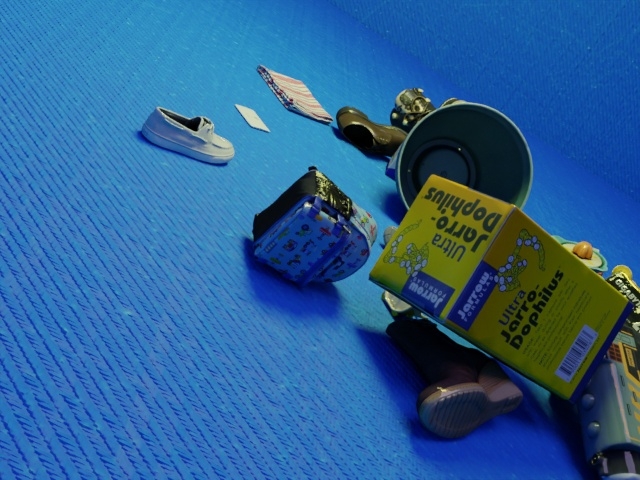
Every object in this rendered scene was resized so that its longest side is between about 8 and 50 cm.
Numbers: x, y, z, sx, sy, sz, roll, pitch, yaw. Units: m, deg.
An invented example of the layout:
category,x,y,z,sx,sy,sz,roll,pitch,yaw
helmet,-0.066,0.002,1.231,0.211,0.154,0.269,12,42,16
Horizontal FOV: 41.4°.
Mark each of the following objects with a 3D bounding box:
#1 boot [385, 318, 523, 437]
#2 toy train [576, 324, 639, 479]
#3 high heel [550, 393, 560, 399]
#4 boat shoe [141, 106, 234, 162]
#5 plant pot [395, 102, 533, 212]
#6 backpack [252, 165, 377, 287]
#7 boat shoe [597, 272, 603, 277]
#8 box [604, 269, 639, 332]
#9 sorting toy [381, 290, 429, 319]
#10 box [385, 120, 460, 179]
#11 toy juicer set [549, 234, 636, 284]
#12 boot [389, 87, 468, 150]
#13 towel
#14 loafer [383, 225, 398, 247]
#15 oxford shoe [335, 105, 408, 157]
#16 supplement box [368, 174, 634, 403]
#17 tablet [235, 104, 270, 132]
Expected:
category,x,y,z,sx,sy,sz,roll,pitch,yaw
boot,0.165,0.194,1.259,0.248,0.090,0.207,4,26,-49
toy train,0.503,0.281,1.393,0.190,0.142,0.333,20,47,-17
high heel,0.412,0.206,1.599,0.186,0.093,0.261,16,31,24
boat shoe,-0.217,-0.185,1.458,0.184,0.063,0.066,17,29,-37
plant pot,0.291,-0.148,1.869,0.293,0.293,0.196,32,-1,-9
backpack,0.000,0.000,1.296,0.173,0.158,0.116,38,28,-26
boat shoe,0.763,0.078,2.349,0.137,0.049,0.043,-38,117,-69
box,0.641,0.247,1.611,0.322,0.079,0.257,59,-2,40
sorting toy,0.149,0.107,1.430,0.075,0.045,0.083,27,22,-39
box,0.244,-0.189,2.018,0.126,0.137,0.072,32,24,-7
toy juicer set,0.707,0.049,2.202,0.209,0.089,0.329,8,28,-14
boot,0.301,-0.299,2.217,0.284,0.138,0.377,46,0,30
towel,-0.061,-0.361,2.074,0.144,0.029,0.197,15,30,-42
loafer,0.162,0.028,1.609,0.125,0.045,0.039,57,13,28
oxford shoe,0.139,-0.239,2.064,0.227,0.082,0.096,20,36,-17
supplement box,0.288,0.080,1.327,0.357,0.195,0.194,32,-1,-36
tablet,-0.143,-0.257,1.782,0.054,0.006,0.083,12,33,-45
